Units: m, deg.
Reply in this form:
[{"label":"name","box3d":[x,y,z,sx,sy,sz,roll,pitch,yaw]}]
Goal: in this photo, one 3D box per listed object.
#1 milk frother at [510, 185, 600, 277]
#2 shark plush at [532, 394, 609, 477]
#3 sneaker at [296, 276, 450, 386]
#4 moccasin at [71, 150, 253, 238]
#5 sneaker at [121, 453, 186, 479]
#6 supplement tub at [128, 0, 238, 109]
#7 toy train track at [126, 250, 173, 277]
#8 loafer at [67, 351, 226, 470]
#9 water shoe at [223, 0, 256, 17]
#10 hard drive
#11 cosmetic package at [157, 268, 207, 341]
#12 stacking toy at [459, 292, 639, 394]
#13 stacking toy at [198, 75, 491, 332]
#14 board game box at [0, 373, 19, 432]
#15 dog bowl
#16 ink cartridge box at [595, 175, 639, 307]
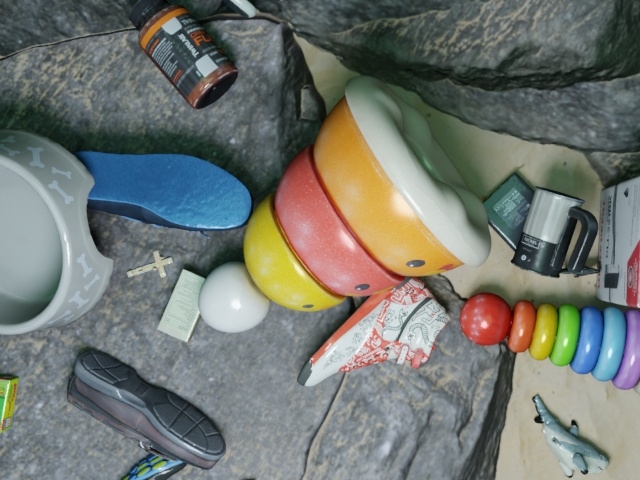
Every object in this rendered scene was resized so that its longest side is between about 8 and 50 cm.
[{"label":"milk frother","box3d":[0.405,-0.007,1.418,0.129,0.143,0.135,23,103,31]},{"label":"shark plush","box3d":[0.416,0.336,1.463,0.067,0.073,0.161,-35,66,-18]},{"label":"sneaker","box3d":[0.096,0.183,1.446,0.145,0.090,0.270,44,88,5]},{"label":"moccasin","box3d":[-0.274,-0.089,1.459,0.342,0.117,0.138,15,79,7]},{"label":"sneaker","box3d":[-0.301,0.432,1.479,0.188,0.067,0.078,-43,109,-1]},{"label":"supplement tub","box3d":[-0.239,-0.328,1.464,0.106,0.106,0.198,-41,88,1]},{"label":"toy train track","box3d":[-0.300,0.047,1.504,0.083,0.014,0.048,-19,88,3]},{"label":"loafer","box3d":[-0.301,0.305,1.466,0.302,0.109,0.095,32,110,9]},{"label":"water shoe","box3d":[-0.170,-0.477,1.480,0.080,0.073,0.203,-43,88,-1]},{"label":"hard drive","box3d":[0.347,-0.036,1.473,0.094,0.022,0.135,-43,87,1]},{"label":"cosmetic package","box3d":[-0.231,0.112,1.486,0.060,0.041,0.115,25,90,2]},{"label":"stacking toy","box3d":[0.395,0.159,1.419,0.330,0.141,0.141,10,89,7]},{"label":"stacking toy","box3d":[0.000,0.000,1.385,0.480,0.350,0.350,-36,87,18]},{"label":"board game box","box3d":[-0.629,0.271,1.498,0.181,0.043,0.092,10,90,3]},{"label":"dog bowl","box3d":[-0.514,-0.005,1.408,0.348,0.102,0.349,5,106,17]},{"label":"ink cartridge box","box3d":[0.520,0.006,1.342,0.114,0.273,0.197,3,89,6]}]
